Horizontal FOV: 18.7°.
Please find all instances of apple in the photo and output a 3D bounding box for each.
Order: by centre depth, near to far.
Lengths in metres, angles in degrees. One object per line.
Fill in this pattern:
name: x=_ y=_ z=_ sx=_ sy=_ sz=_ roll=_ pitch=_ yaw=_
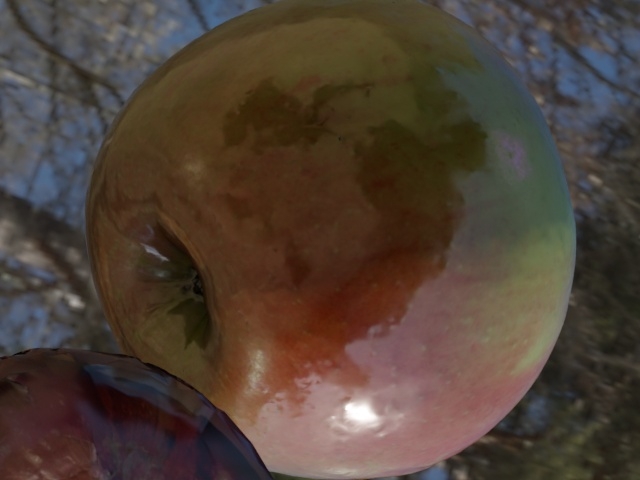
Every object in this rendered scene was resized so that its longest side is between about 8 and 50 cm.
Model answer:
apple: x=0.000 y=0.000 z=1.222 sx=0.319 sy=0.277 sz=0.319 roll=24 pitch=-63 yaw=57

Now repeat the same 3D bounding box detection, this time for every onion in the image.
onion: x=-0.089 y=0.117 z=0.644 sx=0.140 sy=0.150 sz=0.150 roll=138 pitch=-48 yaw=-58
